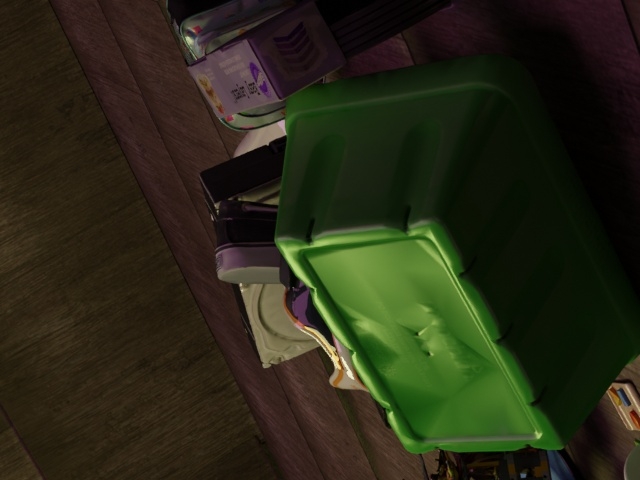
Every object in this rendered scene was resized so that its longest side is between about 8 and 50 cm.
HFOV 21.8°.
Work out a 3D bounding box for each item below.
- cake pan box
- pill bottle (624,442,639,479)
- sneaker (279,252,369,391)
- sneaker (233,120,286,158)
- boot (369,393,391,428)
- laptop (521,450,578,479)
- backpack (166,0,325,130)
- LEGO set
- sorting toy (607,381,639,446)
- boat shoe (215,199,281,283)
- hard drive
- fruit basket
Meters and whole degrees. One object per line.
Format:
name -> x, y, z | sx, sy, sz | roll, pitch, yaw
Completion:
cake pan box -> 0.022, -0.200, 1.493 | 0.070, 0.246, 0.267 | 60, 166, -8
pill bottle -> 0.342, 0.276, 1.593 | 0.112, 0.112, 0.186 | 47, 162, 45
sneaker -> 0.012, 0.007, 1.702 | 0.127, 0.126, 0.321 | -18, 91, 32
sneaker -> -0.043, -0.102, 2.240 | 0.123, 0.106, 0.290 | 60, 166, 12
boot -> 0.076, 0.157, 2.417 | 0.161, 0.083, 0.246 | 59, 167, 32
laptop -> 0.257, 0.478, 2.097 | 0.236, 0.408, 0.382 | 25, 162, 3
backpack -> -0.076, -0.223, 1.977 | 0.188, 0.166, 0.144 | 70, 173, -45
LEGO set -> 0.149, 0.249, 1.928 | 0.331, 0.192, 0.255 | 91, 173, -71
sorting toy -> 0.320, 0.183, 1.694 | 0.083, 0.012, 0.062 | 61, 167, -1
boat shoe -> 0.037, -0.006, 1.841 | 0.113, 0.306, 0.105 | 98, 171, -76
hard drive -> 0.000, 0.000, 2.004 | 0.339, 0.237, 0.064 | 78, 165, -50
fruit basket -> 0.132, -0.030, 1.550 | 0.283, 0.392, 0.392 | -6, 120, 33
